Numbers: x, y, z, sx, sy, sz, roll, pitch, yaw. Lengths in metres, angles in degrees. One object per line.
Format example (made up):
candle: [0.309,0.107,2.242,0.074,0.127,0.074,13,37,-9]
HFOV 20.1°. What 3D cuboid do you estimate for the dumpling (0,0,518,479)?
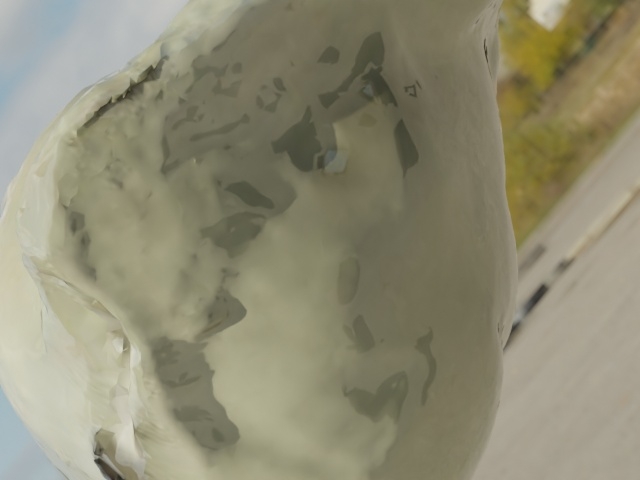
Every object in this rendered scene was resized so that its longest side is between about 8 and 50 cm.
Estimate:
dumpling: [-0.005,-0.003,0.584,0.227,0.175,0.243,-59,9,-15]
